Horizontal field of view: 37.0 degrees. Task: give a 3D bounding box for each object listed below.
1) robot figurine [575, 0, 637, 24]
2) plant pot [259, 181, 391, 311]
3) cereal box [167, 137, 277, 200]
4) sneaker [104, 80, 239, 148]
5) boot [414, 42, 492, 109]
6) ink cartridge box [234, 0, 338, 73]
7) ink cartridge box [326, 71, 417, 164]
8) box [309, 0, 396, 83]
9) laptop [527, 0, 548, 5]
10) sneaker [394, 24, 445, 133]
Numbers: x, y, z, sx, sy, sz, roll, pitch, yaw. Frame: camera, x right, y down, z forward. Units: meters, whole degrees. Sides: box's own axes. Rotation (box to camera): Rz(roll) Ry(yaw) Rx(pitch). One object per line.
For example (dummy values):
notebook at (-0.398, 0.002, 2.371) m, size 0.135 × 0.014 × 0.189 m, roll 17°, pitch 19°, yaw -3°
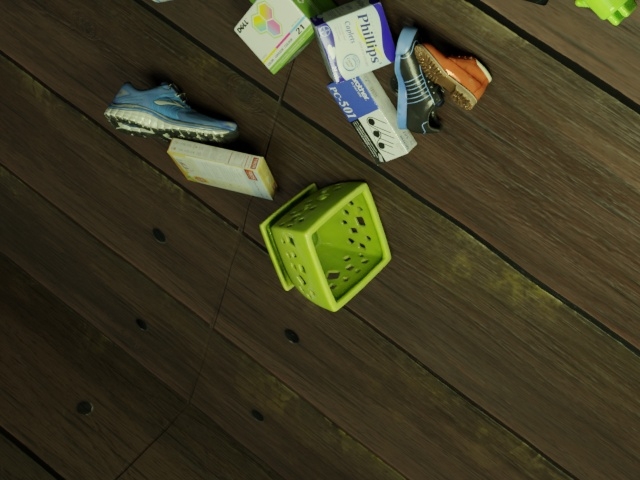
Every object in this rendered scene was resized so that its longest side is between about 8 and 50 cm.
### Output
robot figurine at (0.463, -0.409, 1.566) m, size 0.115 × 0.067 × 0.101 m, roll 46°, pitch 147°, yaw -1°
plant pot at (0.000, 0.000, 2.242) m, size 0.207 × 0.228 × 0.227 m, roll 12°, pitch 132°, yaw 45°
cereal box at (-0.236, -0.174, 2.338) m, size 0.240 × 0.047 × 0.173 m, roll 13°, pitch 162°, yaw 15°
sneaker at (-0.353, -0.317, 2.339) m, size 0.330 × 0.147 × 0.130 m, roll 16°, pitch 164°, yaw 4°
boot at (0.252, -0.331, 1.820) m, size 0.158 × 0.084 × 0.059 m, roll 42°, pitch 169°, yaw -5°
ink cartridge box at (-0.114, -0.504, 1.982) m, size 0.255 × 0.097 × 0.189 m, roll 48°, pitch 142°, yaw -5°
ink cartridge box at (0.109, -0.267, 2.035) m, size 0.097 × 0.046 × 0.207 m, roll -19°, pitch 110°, yaw 48°
box at (0.066, -0.395, 1.877) m, size 0.072 × 0.137 × 0.126 m, roll -115°, pitch 3°, yaw -62°
laptop at (0.302, -0.562, 1.618) m, size 0.264 × 0.137 × 0.234 m, roll 57°, pitch 148°, yaw 27°
sneaker at (0.201, -0.315, 1.891) m, size 0.090 × 0.081 × 0.232 m, roll 12°, pitch 134°, yaw 20°
